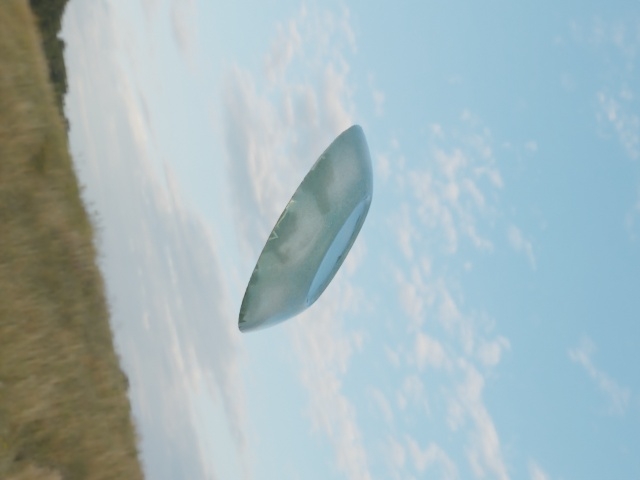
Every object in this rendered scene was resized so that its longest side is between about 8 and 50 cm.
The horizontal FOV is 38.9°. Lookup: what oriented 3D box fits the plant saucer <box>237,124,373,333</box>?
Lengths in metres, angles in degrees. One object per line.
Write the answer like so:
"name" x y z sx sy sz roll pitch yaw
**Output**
"plant saucer" 0.000 0.000 0.737 0.037 0.195 0.195 30 -33 10
